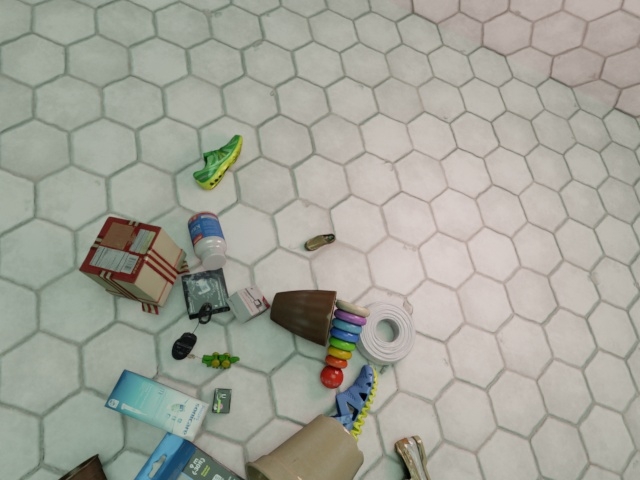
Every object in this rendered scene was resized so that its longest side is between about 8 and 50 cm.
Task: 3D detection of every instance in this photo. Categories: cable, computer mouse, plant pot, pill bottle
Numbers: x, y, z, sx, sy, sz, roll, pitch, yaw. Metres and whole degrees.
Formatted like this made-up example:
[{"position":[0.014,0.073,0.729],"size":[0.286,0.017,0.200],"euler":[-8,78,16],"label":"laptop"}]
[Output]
[{"position":[0.258,0.372,1.837],"size":[0.257,0.089,0.257],"euler":[-35,82,-23],"label":"cable"},{"position":[-0.466,0.328,1.650],"size":[0.071,0.041,0.242],"euler":[33,90,-28],"label":"computer mouse"},{"position":[-0.725,0.786,1.399],"size":[0.167,0.167,0.165],"euler":[-32,88,-23],"label":"plant pot"},{"position":[-0.070,0.276,1.742],"size":[0.230,0.215,0.216],"euler":[12,67,4],"label":"plant pot"},{"position":[-0.029,0.770,1.514],"size":[0.305,0.334,0.334],"euler":[-35,82,-34],"label":"plant pot"},{"position":[-0.431,0.002,1.741],"size":[0.124,0.124,0.222],"euler":[-12,50,-18],"label":"pill bottle"}]

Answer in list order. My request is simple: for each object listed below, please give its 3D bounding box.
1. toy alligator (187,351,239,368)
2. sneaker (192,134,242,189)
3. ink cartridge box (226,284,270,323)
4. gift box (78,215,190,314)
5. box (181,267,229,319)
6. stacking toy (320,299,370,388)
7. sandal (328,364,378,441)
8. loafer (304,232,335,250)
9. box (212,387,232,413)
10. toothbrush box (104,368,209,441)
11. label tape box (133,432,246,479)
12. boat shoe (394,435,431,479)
[{"position":[-0.394,0.447,1.666],"size":[0.189,0.056,0.051],"euler":[6,109,-12],"label":"toy alligator"},{"position":[-0.429,-0.352,1.918],"size":[0.123,0.109,0.296],"euler":[34,66,-4],"label":"sneaker"},{"position":[-0.272,0.239,1.717],"size":[0.063,0.150,0.109],"euler":[-38,82,19],"label":"ink cartridge box"},{"position":[-0.636,0.097,1.610],"size":[0.276,0.258,0.255],"euler":[16,66,14],"label":"gift box"},{"position":[-0.435,0.202,1.721],"size":[0.158,0.093,0.156],"euler":[-12,74,-17],"label":"box"},{"position":[0.078,0.403,1.735],"size":[0.141,0.141,0.331],"euler":[19,83,-7],"label":"stacking toy"},{"position":[0.115,0.610,1.699],"size":[0.138,0.126,0.318],"euler":[26,65,1],"label":"sandal"},{"position":[0.000,0.000,1.930],"size":[0.148,0.050,0.056],"euler":[-23,77,-21],"label":"loafer"},{"position":[-0.353,0.576,1.625],"size":[0.062,0.052,0.083],"euler":[7,67,-11],"label":"box"},{"position":[-0.528,0.547,1.502],"size":[0.295,0.216,0.126],"euler":[25,66,-4],"label":"toothbrush box"},{"position":[-0.436,0.820,1.484],"size":[0.333,0.106,0.241],"euler":[34,65,0],"label":"label tape box"},{"position":[0.347,0.887,1.665],"size":[0.103,0.113,0.303],"euler":[-4,61,-14],"label":"boat shoe"}]
